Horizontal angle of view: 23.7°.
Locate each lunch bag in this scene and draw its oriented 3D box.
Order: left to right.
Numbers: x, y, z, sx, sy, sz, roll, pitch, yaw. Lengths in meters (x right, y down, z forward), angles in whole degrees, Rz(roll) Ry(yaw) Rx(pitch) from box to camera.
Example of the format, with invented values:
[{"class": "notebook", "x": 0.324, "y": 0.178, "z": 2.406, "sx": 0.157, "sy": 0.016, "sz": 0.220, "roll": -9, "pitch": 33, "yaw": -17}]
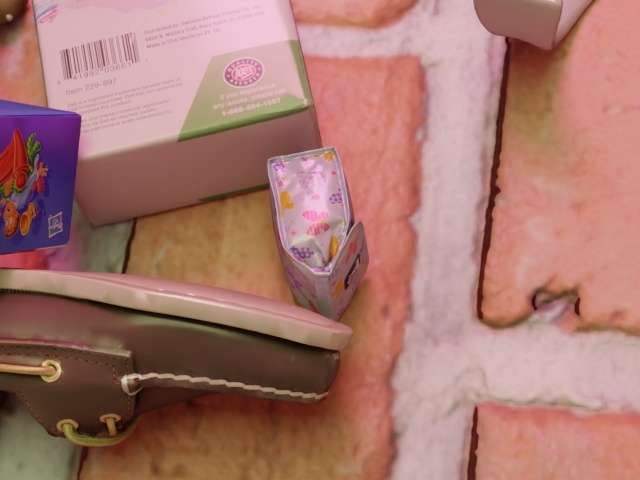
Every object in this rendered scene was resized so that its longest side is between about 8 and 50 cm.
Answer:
[{"class": "lunch bag", "x": 0.000, "y": 0.000, "z": 0.882, "sx": 0.053, "sy": 0.071, "sz": 0.083, "roll": -8, "pitch": 60, "yaw": 1}]

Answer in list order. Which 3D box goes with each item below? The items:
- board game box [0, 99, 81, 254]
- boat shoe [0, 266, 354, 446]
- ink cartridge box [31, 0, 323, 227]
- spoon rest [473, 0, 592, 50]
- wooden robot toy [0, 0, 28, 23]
[{"class": "board game box", "x": -0.342, "y": -0.055, "z": 0.833, "sx": 0.347, "sy": 0.233, "sz": 0.078, "roll": 11, "pitch": 100, "yaw": 27}, {"class": "boat shoe", "x": -0.145, "y": 0.062, "z": 0.852, "sx": 0.325, "sy": 0.116, "sz": 0.096, "roll": 8, "pitch": 87, "yaw": 7}, {"class": "ink cartridge box", "x": -0.094, "y": -0.133, "z": 0.950, "sx": 0.154, "sy": 0.093, "sz": 0.212, "roll": -14, "pitch": 64, "yaw": 1}, {"class": "spoon rest", "x": 0.169, "y": -0.217, "z": 0.972, "sx": 0.137, "sy": 0.084, "sz": 0.276, "roll": 21, "pitch": 55, "yaw": 16}, {"class": "wooden robot toy", "x": -0.236, "y": -0.159, "z": 1.013, "sx": 0.079, "sy": 0.076, "sz": 0.173, "roll": -11, "pitch": 56, "yaw": -37}]
